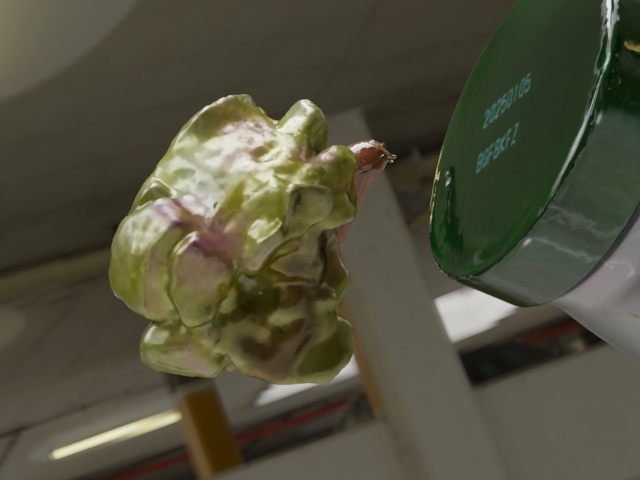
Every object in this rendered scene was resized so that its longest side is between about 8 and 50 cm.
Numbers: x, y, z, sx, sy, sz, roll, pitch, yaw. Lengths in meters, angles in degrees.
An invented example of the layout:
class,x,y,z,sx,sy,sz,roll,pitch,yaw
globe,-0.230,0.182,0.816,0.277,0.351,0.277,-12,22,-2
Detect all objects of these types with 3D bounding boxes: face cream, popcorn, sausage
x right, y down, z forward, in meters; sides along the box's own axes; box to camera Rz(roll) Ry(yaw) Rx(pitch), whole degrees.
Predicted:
class,x,y,z,sx,sy,sz,roll,pitch,yaw
face cream,0.268,-0.010,0.996,0.357,0.219,0.312,21,4,-17
popcorn,-0.027,0.001,0.623,0.089,0.109,0.097,0,-19,20
sausage,0.000,0.000,1.093,0.158,0.042,0.036,-62,14,5
